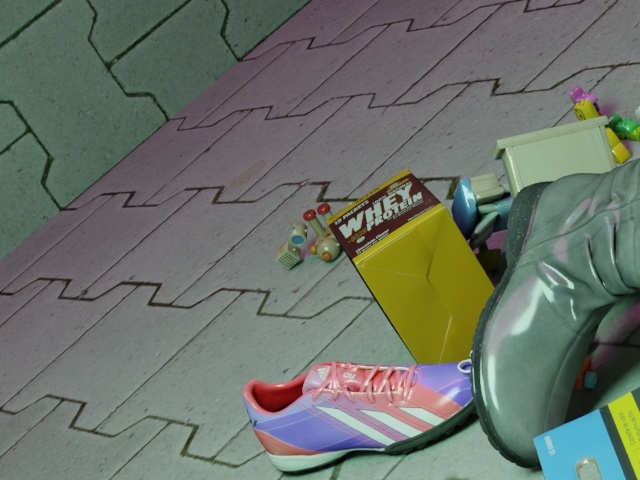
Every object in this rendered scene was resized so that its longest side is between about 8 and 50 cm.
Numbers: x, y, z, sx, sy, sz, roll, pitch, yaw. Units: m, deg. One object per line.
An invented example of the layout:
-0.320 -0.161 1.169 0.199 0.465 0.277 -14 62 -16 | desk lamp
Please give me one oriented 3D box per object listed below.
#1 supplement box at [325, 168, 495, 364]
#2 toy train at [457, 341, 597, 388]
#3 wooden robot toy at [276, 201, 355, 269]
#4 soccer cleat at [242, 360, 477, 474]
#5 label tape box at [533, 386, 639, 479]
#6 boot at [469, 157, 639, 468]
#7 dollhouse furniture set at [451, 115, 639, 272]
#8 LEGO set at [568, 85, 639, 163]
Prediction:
0.124 0.041 2.120 0.129 0.191 0.194 -33 19 0 | supplement box
0.241 0.120 1.908 0.166 0.046 0.125 7 29 30 | toy train
0.000 0.000 2.592 0.173 0.076 0.079 -25 32 23 | wooden robot toy
0.049 0.187 2.001 0.318 0.116 0.108 -18 23 33 | soccer cleat
0.375 0.194 1.509 0.334 0.106 0.240 -30 20 10 | label tape box
0.279 0.060 1.758 0.223 0.118 0.338 -17 57 50 | boot
0.335 -0.014 2.121 0.286 0.198 0.303 -13 -13 -6 | dollhouse furniture set
0.386 -0.168 2.353 0.087 0.093 0.227 -39 21 -15 | LEGO set
